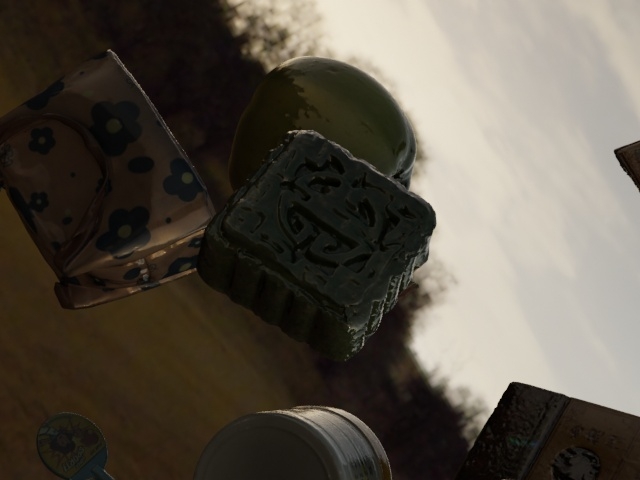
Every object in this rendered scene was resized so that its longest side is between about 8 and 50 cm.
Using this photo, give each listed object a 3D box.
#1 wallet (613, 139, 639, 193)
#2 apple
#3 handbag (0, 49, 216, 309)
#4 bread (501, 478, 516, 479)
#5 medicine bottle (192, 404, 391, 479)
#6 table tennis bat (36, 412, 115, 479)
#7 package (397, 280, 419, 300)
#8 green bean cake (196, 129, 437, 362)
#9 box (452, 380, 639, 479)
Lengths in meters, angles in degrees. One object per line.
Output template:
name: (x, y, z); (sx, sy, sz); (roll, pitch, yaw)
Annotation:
wallet: (0.587, -0.120, 2.043); (0.195, 0.161, 0.042); (-105, 175, -49)
apple: (0.002, -0.130, 1.807); (0.279, 0.279, 0.279); (61, -2, 3)
handbag: (-0.252, -0.058, 1.406); (0.251, 0.193, 0.190); (57, -15, 14)
bread: (0.266, 0.396, 1.750); (0.119, 0.192, 0.067); (55, -38, -4)
medicine bottle: (-0.037, 0.361, 1.821); (0.238, 0.238, 0.232); (61, 13, 14)
table tennis bat: (-0.359, 0.325, 1.880); (0.155, 0.100, 0.019); (45, -38, 5)
package: (0.099, 0.087, 2.251); (0.121, 0.108, 0.031); (16, -54, 37)
green bean cake: (0.000, 0.000, 1.202); (0.185, 0.183, 0.094); (33, -34, 9)
box: (0.439, 0.406, 2.053); (0.415, 0.264, 0.116); (15, -32, 38)
